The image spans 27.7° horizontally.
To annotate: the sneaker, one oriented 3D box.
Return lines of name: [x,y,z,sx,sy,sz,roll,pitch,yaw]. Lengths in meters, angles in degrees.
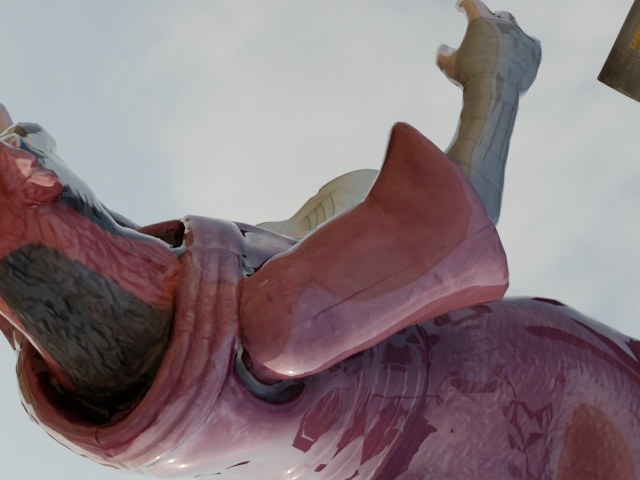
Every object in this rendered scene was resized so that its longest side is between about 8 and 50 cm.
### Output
sneaker: [0.000,0.000,0.971,0.061,0.152,0.053,48,-27,18]

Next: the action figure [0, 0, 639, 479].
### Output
action figure: [-0.017,0.062,0.501,0.248,0.370,0.275,-15,-114,36]

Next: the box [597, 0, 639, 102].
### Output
box: [0.378,-0.244,1.295,0.056,0.231,0.183,34,-58,22]
